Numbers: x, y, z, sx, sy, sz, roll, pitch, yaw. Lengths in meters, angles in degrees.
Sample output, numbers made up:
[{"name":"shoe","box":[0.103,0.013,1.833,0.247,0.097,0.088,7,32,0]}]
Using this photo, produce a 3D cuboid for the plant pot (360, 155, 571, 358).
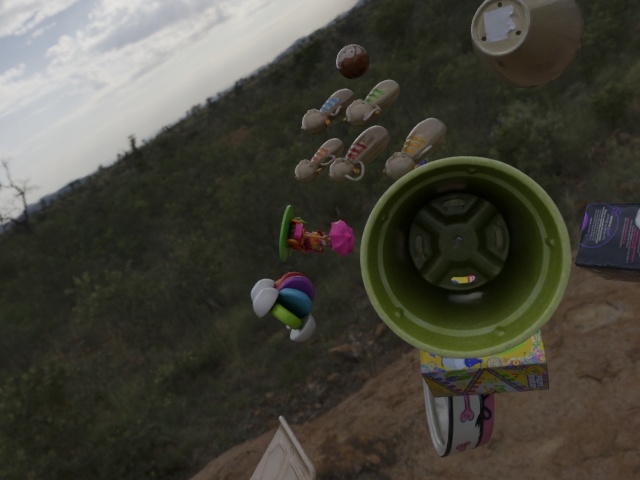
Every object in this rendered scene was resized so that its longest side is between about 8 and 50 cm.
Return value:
[{"name":"plant pot","box":[0.217,0.015,0.880,0.276,0.276,0.254,-27,-2,14]}]

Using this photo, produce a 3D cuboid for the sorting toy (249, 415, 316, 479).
[{"name":"sorting toy","box":[-0.074,0.405,0.882,0.208,0.038,0.193,-65,18,-3]}]

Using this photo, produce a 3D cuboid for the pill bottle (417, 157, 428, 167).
[{"name":"pill bottle","box":[0.272,-0.216,1.601,0.067,0.067,0.120,-21,45,33]}]

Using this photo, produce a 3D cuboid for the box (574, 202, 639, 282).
[{"name":"box","box":[0.762,0.008,1.305,0.270,0.143,0.165,4,77,58]}]

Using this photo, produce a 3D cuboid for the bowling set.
[{"name":"bowling set","box":[0.040,-0.199,0.927,0.287,0.200,0.154,-5,31,44]}]

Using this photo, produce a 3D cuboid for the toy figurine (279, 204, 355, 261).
[{"name":"toy figurine","box":[0.000,0.000,1.293,0.159,0.130,0.173,8,-15,6]}]

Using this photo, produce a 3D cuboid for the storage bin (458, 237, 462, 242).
[{"name":"storage bin","box":[0.566,-0.022,2.104,0.135,0.091,0.098,29,81,41]}]

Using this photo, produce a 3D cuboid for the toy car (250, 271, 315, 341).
[{"name":"toy car","box":[-0.072,0.142,1.347,0.136,0.159,0.182,-51,14,2]}]

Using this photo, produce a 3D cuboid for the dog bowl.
[{"name":"dog bowl","box":[0.436,0.477,1.810,0.150,0.408,0.408,-1,18,0]}]

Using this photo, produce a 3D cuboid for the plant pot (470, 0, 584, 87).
[{"name":"plant pot","box":[0.458,-0.492,1.328,0.256,0.257,0.274,-19,1,36]}]

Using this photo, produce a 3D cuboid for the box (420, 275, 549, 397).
[{"name":"box","box":[0.396,0.214,1.404,0.279,0.177,0.290,-10,53,18]}]
